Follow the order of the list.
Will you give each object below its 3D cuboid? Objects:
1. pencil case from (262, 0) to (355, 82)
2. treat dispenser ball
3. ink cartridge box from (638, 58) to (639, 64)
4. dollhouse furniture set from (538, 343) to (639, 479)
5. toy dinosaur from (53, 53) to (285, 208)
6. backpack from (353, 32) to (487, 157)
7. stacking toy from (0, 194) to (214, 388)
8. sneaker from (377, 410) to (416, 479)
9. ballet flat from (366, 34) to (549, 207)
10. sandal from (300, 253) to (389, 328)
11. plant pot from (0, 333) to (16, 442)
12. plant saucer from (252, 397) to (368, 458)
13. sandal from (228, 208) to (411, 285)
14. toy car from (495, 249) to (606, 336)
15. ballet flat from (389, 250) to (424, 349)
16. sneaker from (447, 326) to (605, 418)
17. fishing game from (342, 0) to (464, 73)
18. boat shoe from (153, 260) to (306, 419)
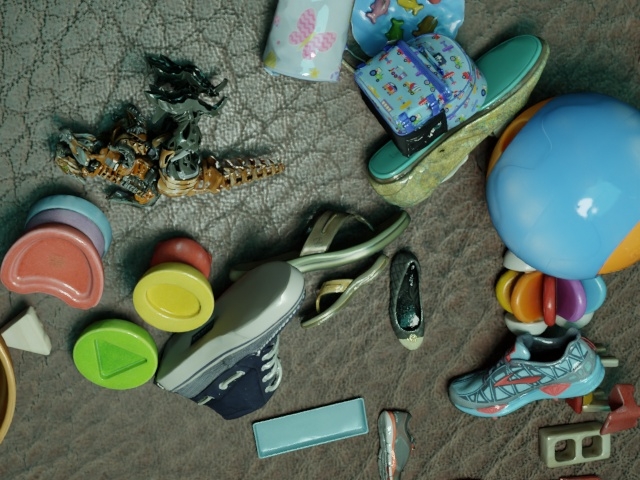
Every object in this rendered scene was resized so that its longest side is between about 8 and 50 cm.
[{"bbox_3d":[-0.008,-0.368,1.647,0.124,0.113,0.273,11,103,3],"label":"pencil case"},{"bbox_3d":[0.398,-0.084,1.725,0.288,0.288,0.288,-3,106,-12],"label":"treat dispenser ball"},{"bbox_3d":[0.709,-0.414,1.768,0.279,0.160,0.385,13,102,-15],"label":"ink cartridge box"},{"bbox_3d":[0.447,0.390,1.917,0.152,0.201,0.374,-6,107,-10],"label":"dollhouse furniture set"},{"bbox_3d":[-0.223,-0.143,1.670,0.321,0.164,0.219,-3,122,-31],"label":"toy dinosaur"},{"bbox_3d":[0.156,-0.234,1.674,0.173,0.117,0.158,-32,65,-1],"label":"backpack"},{"bbox_3d":[-0.335,0.072,1.729,0.308,0.130,0.280,23,125,-15],"label":"stacking toy"},{"bbox_3d":[0.136,0.364,1.917,0.064,0.061,0.158,-6,107,-18],"label":"sneaker"},{"bbox_3d":[0.226,-0.180,1.763,0.348,0.123,0.123,-41,110,0],"label":"ballet flat"},{"bbox_3d":[0.033,0.075,1.808,0.180,0.072,0.049,-41,94,-1],"label":"sandal"},{"bbox_3d":[-0.586,0.185,1.625,0.290,0.203,0.291,-4,107,-12],"label":"plant pot"},{"bbox_3d":[-0.017,0.313,1.889,0.192,0.018,0.067,-12,108,-10],"label":"plant saucer"},{"bbox_3d":[-0.001,0.000,1.756,0.302,0.120,0.086,-16,95,-7],"label":"sandal"},{"bbox_3d":[0.388,0.084,1.851,0.181,0.136,0.159,-9,107,-10],"label":"toy car"},{"bbox_3d":[0.143,0.102,1.847,0.057,0.049,0.173,-10,108,-9],"label":"ballet flat"},{"bbox_3d":[0.328,0.205,1.861,0.261,0.104,0.125,-17,120,15],"label":"sneaker"},{"bbox_3d":[0.135,-0.351,1.721,0.189,0.041,0.264,40,97,-20],"label":"fishing game"},{"bbox_3d":[-0.099,0.159,1.720,0.158,0.127,0.340,34,134,-24],"label":"boat shoe"}]
